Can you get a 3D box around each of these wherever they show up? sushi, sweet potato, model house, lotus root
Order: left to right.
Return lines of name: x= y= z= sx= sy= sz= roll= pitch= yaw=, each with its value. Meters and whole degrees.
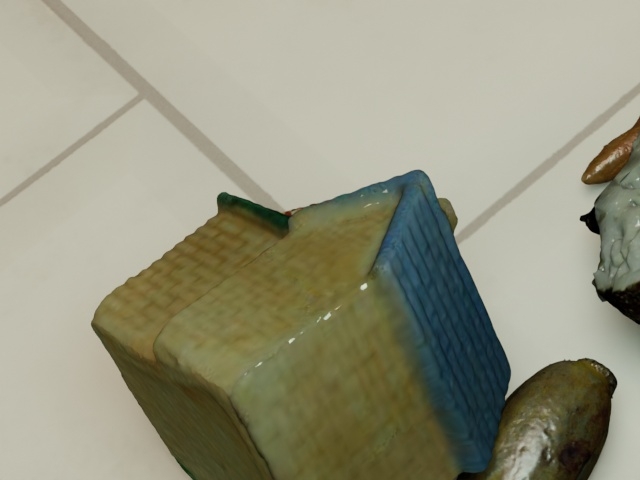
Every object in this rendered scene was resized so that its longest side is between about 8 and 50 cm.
model house: x=0.002 y=0.115 z=1.574 sx=0.342 sy=0.334 sz=0.382 roll=-39 pitch=33 yaw=-19
lotus root: x=0.230 y=0.231 z=1.587 sx=0.123 sy=0.124 sz=0.241 roll=28 pitch=68 yaw=16
sweet potato: x=0.402 y=-0.127 z=1.823 sx=0.202 sy=0.058 sz=0.055 roll=-40 pitch=15 yaw=-18
sushi: x=0.427 y=-0.013 z=1.654 sx=0.234 sy=0.207 sz=0.348 roll=-34 pitch=24 yaw=43

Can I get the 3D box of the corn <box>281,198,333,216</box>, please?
corn: x=0.000 y=0.000 z=1.813 sx=0.290 sy=0.098 sz=0.098 roll=-15 pitch=55 yaw=-1
